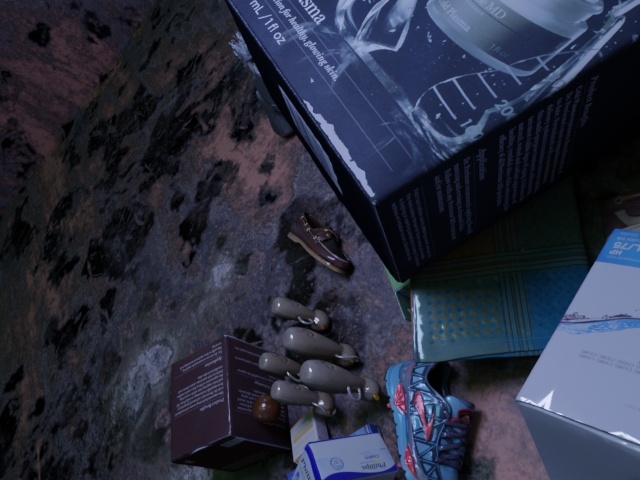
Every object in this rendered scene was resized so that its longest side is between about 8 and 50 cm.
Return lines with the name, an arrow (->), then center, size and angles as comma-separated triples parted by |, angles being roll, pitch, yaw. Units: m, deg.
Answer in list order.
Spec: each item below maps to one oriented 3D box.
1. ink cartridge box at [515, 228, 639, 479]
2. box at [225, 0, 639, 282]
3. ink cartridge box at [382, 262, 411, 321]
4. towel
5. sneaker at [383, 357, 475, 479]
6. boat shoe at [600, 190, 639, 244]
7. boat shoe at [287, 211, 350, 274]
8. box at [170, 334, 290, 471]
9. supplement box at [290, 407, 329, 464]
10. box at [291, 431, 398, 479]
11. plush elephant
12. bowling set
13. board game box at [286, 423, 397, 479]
ink cartridge box -> 0.387, 0.159, 0.675 | 0.197, 0.198, 0.270 | 13, 54, 46
box -> 0.179, -0.281, 0.934 | 0.471, 0.297, 0.480 | -32, 62, -2
ink cartridge box -> 0.166, 0.053, 1.069 | 0.062, 0.109, 0.209 | -38, 47, 23
towel -> 0.275, 0.009, 0.960 | 0.271, 0.040, 0.371 | -5, 65, 13
sneaker -> 0.181, 0.290, 0.931 | 0.125, 0.104, 0.262 | -32, 50, 24
boat shoe -> 0.539, -0.067, 0.786 | 0.342, 0.123, 0.123 | -24, 54, 40
boat shoe -> 0.000, 0.000, 1.278 | 0.207, 0.073, 0.073 | 38, 97, 47
box -> -0.181, 0.326, 1.198 | 0.168, 0.167, 0.203 | -30, 51, 27
supplement box -> -0.019, 0.359, 1.094 | 0.062, 0.036, 0.098 | -45, 17, 8
box -> 0.030, 0.367, 0.920 | 0.072, 0.126, 0.137 | -118, 37, -45
plush elephant -> -0.031, -0.416, 1.416 | 0.255, 0.330, 0.271 | -48, 33, -14
bowling set -> -0.029, 0.254, 1.129 | 0.200, 0.154, 0.287 | -60, 27, 17
board game box -> 0.037, 0.425, 1.039 | 0.201, 0.035, 0.136 | -38, 47, 22
